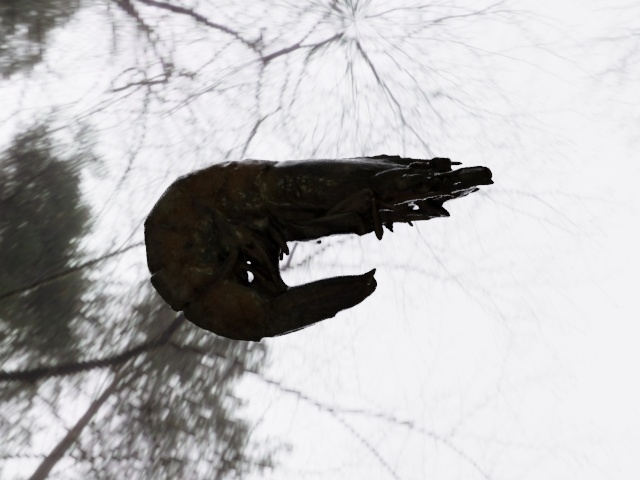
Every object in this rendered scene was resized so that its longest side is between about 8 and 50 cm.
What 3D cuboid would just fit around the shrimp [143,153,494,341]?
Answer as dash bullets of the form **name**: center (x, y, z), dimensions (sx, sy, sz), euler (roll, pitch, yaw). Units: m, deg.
- **shrimp**: center (0.000, 0.000, 0.701), dimensions (0.161, 0.034, 0.091), euler (-9, -113, 8)
